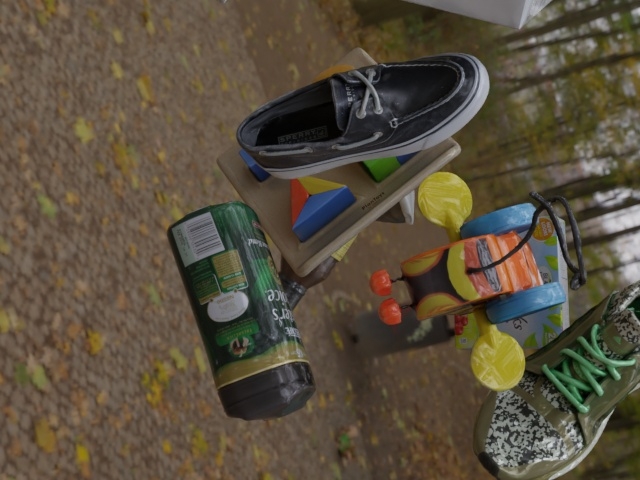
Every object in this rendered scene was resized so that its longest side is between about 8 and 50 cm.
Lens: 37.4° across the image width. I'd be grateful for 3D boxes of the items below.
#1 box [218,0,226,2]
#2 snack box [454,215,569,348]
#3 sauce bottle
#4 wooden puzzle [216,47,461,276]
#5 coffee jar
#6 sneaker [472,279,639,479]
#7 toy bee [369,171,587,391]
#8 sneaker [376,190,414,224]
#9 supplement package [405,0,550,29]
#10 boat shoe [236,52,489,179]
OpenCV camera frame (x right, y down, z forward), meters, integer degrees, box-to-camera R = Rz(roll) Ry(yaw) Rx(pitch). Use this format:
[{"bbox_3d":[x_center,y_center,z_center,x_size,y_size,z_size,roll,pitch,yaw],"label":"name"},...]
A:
[{"bbox_3d":[-0.179,-0.475,1.581,0.087,0.101,0.102,-64,178,-45],"label":"box"},{"bbox_3d":[0.304,0.070,1.513,0.070,0.175,0.207,14,74,-63],"label":"snack box"},{"bbox_3d":[0.000,0.000,1.793,0.111,0.344,0.111,33,-3,2],"label":"sauce bottle"},{"bbox_3d":[0.008,-0.150,1.536,0.348,0.322,0.080,53,2,41],"label":"wooden puzzle"},{"bbox_3d":[-0.066,0.064,0.811,0.096,0.079,0.184,48,21,-76],"label":"coffee jar"},{"bbox_3d":[0.358,0.149,1.224,0.158,0.410,0.182,45,-17,26],"label":"sneaker"},{"bbox_3d":[0.125,0.022,0.835,0.298,0.162,0.195,64,10,-59],"label":"toy bee"},{"bbox_3d":[0.119,-0.095,1.965,0.296,0.147,0.104,62,30,-75],"label":"sneaker"},{"bbox_3d":[0.170,-0.345,1.037,0.203,0.194,0.149,-43,148,-54],"label":"supplement package"},{"bbox_3d":[0.045,-0.156,1.108,0.102,0.301,0.108,33,46,-64],"label":"boat shoe"}]
